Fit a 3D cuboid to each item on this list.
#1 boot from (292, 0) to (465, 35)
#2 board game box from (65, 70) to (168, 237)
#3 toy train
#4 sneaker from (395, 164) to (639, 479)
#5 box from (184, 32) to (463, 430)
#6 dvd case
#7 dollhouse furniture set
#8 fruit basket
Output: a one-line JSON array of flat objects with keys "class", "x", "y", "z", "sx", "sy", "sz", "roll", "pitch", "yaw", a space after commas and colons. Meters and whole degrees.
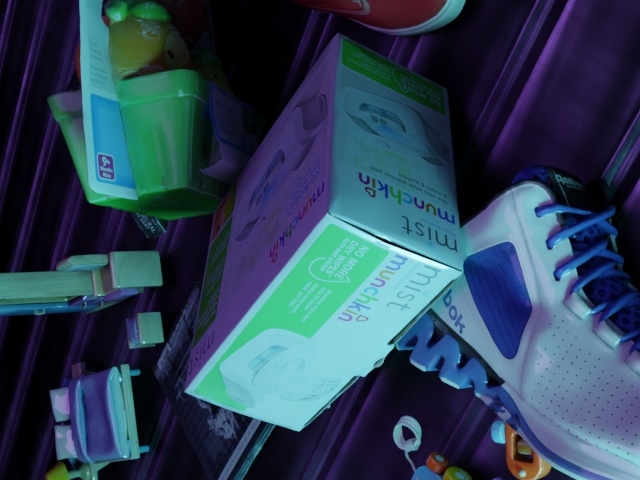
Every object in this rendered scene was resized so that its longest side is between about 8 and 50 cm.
[{"class": "boot", "x": 0.000, "y": -0.247, "z": 0.816, "sx": 0.244, "sy": 0.176, "sz": 0.088, "roll": 21, "pitch": 105, "yaw": 46}, {"class": "board game box", "x": -0.228, "y": -0.108, "z": 1.029, "sx": 0.026, "sy": 0.186, "sz": 0.126, "roll": -23, "pitch": 32, "yaw": 13}, {"class": "toy train", "x": 0.141, "y": 0.194, "z": 0.765, "sx": 0.166, "sy": 0.046, "sz": 0.125, "roll": -12, "pitch": 81, "yaw": 46}, {"class": "sneaker", "x": 0.183, "y": 0.046, "z": 0.645, "sx": 0.315, "sy": 0.127, "sz": 0.182, "roll": 27, "pitch": 113, "yaw": 48}, {"class": "box", "x": 0.000, "y": 0.000, "z": 0.790, "sx": 0.262, "sy": 0.127, "sz": 0.231, "roll": -50, "pitch": 25, "yaw": 41}, {"class": "dvd case", "x": -0.134, "y": 0.183, "z": 1.104, "sx": 0.221, "sy": 0.018, "sz": 0.164, "roll": 53, "pitch": 128, "yaw": 36}, {"class": "dollhouse furniture set", "x": -0.348, "y": 0.190, "z": 1.200, "sx": 0.286, "sy": 0.198, "sz": 0.303, "roll": -21, "pitch": 75, "yaw": 53}, {"class": "fruit basket", "x": -0.157, "y": -0.204, "z": 0.939, "sx": 0.165, "sy": 0.327, "sz": 0.353, "roll": -2, "pitch": 84, "yaw": 15}]
